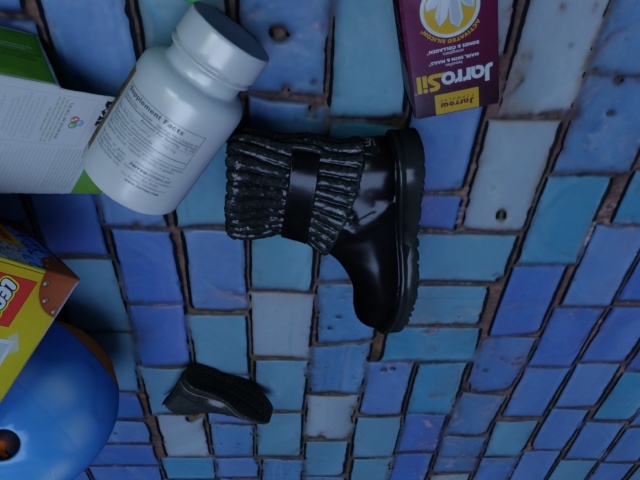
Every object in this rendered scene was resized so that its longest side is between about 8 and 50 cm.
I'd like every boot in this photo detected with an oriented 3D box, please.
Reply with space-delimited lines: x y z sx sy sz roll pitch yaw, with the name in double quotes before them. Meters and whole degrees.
"boot" -0.208 0.329 1.162 0.198 0.077 0.137 33 128 -12
"boot" -0.001 -0.003 0.819 0.260 0.131 0.348 -6 122 -7

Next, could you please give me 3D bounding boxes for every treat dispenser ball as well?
"treat dispenser ball" -0.480 0.268 0.941 0.288 0.288 0.288 -1 132 -1

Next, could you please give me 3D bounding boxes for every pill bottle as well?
"pill bottle" -0.167 -0.152 0.676 0.131 0.131 0.229 30 115 -26

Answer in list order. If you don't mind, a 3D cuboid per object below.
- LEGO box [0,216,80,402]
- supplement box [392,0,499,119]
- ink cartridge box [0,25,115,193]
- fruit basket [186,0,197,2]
"LEGO box" -0.590 0.168 0.645 0.500 0.193 0.372 -58 150 -1
"supplement box" 0.139 -0.243 0.647 0.104 0.081 0.188 -11 132 7
"ink cartridge box" -0.365 -0.150 0.711 0.255 0.097 0.189 -3 144 -50
"fruit basket" -0.057 -0.412 0.386 0.392 0.283 0.392 -7 149 -4
